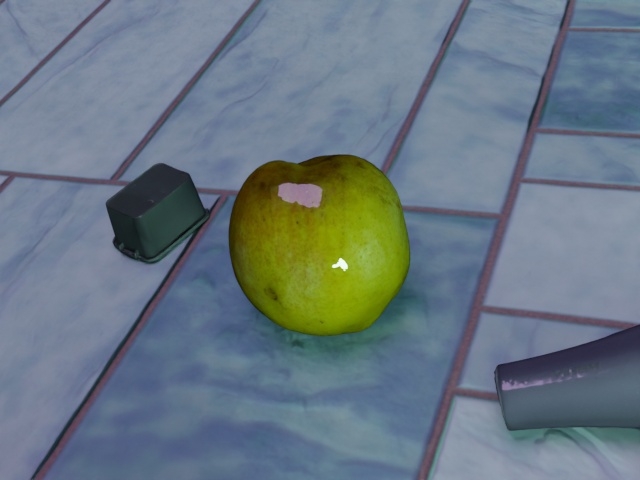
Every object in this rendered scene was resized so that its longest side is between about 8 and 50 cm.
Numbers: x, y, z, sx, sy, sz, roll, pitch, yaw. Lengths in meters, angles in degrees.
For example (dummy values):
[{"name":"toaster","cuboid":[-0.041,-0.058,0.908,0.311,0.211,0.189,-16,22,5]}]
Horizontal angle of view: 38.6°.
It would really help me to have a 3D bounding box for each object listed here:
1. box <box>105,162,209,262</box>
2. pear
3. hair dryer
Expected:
[{"name":"box","cuboid":[-0.207,-0.038,1.150,0.084,0.069,0.122,22,50,32]},{"name":"pear","cuboid":[0.000,0.000,0.960,0.200,0.200,0.200,-8,40,6]},{"name":"hair dryer","cuboid":[0.303,0.204,0.715,0.301,0.121,0.361,-12,44,15]}]
